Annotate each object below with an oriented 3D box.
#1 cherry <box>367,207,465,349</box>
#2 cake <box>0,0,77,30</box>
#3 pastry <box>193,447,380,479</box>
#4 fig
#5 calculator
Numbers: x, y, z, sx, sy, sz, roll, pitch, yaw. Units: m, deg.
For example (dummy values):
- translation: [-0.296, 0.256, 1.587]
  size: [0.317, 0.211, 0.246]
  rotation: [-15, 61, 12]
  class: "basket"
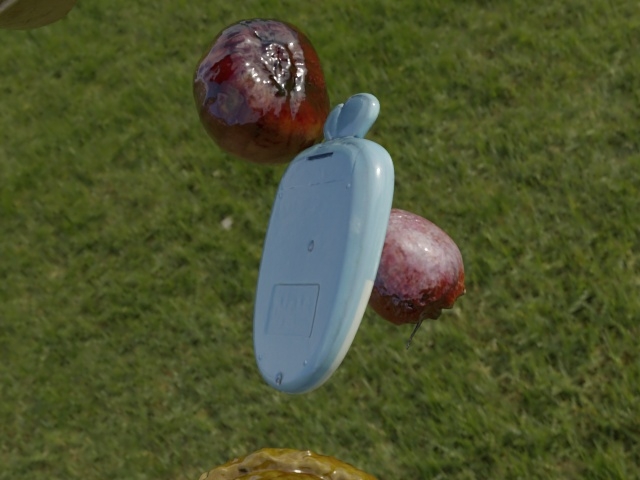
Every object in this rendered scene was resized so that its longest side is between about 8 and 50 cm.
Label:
- translation: [0.143, 0.039, 1.970]
  size: [0.192, 0.175, 0.249]
  rotation: [-42, 77, -2]
  class: "cherry"
- translation: [-0.467, -0.431, 1.382]
  size: [0.332, 0.321, 0.332]
  rotation: [2, 94, 23]
  class: "cake"
- translation: [-0.020, 0.209, 0.604]
  size: [0.189, 0.188, 0.103]
  rotation: [-23, 9, 14]
  class: "pastry"
- translation: [-0.088, -0.220, 1.678]
  size: [0.224, 0.263, 0.224]
  rotation: [-1, 82, 8]
  class: "fig"
- translation: [0.000, 0.000, 1.075]
  size: [0.188, 0.042, 0.302]
  rotation: [-6, 71, 59]
  class: "calculator"
